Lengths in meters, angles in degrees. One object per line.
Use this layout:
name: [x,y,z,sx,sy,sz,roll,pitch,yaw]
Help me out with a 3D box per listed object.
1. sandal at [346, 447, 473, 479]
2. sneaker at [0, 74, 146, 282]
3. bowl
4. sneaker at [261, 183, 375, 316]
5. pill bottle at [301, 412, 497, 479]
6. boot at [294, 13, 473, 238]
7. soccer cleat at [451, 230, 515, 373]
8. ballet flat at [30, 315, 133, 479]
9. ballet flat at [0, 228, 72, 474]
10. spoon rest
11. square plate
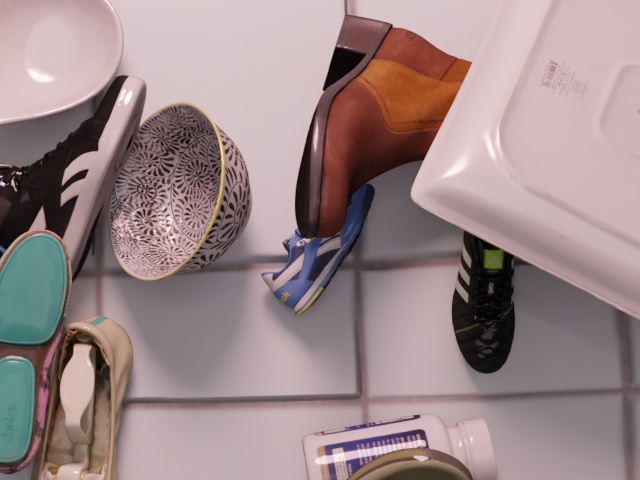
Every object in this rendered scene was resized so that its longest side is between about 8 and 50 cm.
sandal: [0.033,0.306,1.350,0.120,0.086,0.303,29,109,-28]
sneaker: [-0.252,-0.070,1.423,0.121,0.079,0.217,24,100,2]
bowl: [-0.117,-0.038,1.428,0.080,0.170,0.170,17,80,-42]
sneaker: [0.000,0.000,1.454,0.059,0.053,0.144,34,82,5]
pill bottle: [0.073,0.211,1.407,0.169,0.094,0.094,-10,83,-2]
boot: [0.127,-0.075,1.416,0.280,0.096,0.264,17,45,-1]
soccer cleat: [0.156,0.035,1.441,0.060,0.072,0.179,2,83,-1]
ballet flat: [-0.226,0.191,1.411,0.086,0.086,0.248,5,83,0]
ballet flat: [-0.273,0.102,1.398,0.077,0.079,0.222,7,81,-7]
spoon rest: [-0.305,-0.140,1.450,0.137,0.084,0.276,44,85,4]
square plate: [0.295,-0.097,1.399,0.344,0.049,0.347,27,59,-2]
